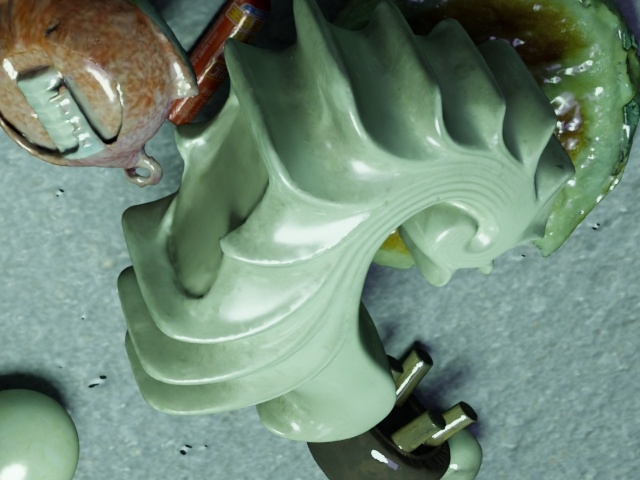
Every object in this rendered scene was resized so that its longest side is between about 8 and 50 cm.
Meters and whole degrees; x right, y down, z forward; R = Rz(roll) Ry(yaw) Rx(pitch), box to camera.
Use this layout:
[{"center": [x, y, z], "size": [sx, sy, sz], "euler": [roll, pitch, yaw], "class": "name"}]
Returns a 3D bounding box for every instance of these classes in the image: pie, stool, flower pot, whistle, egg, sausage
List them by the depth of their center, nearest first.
[{"center": [-0.197, -0.173, 1.327], "size": [0.142, 0.133, 0.346], "euler": [2, 132, 42], "class": "whistle"}, {"center": [0.000, 0.000, 1.387], "size": [0.254, 0.164, 0.367], "euler": [11, 129, -35], "class": "flower pot"}, {"center": [-0.077, -0.142, 1.429], "size": [0.034, 0.034, 0.129], "euler": [26, 118, -28], "class": "sausage"}, {"center": [0.115, -0.095, 1.484], "size": [0.303, 0.067, 0.302], "euler": [-5, 127, -7], "class": "pie"}, {"center": [-0.271, 0.189, 1.593], "size": [0.152, 0.114, 0.114], "euler": [-36, 126, 20], "class": "egg"}, {"center": [0.077, 0.174, 1.653], "size": [0.217, 0.125, 0.121], "euler": [28, 116, -39], "class": "stool"}]
